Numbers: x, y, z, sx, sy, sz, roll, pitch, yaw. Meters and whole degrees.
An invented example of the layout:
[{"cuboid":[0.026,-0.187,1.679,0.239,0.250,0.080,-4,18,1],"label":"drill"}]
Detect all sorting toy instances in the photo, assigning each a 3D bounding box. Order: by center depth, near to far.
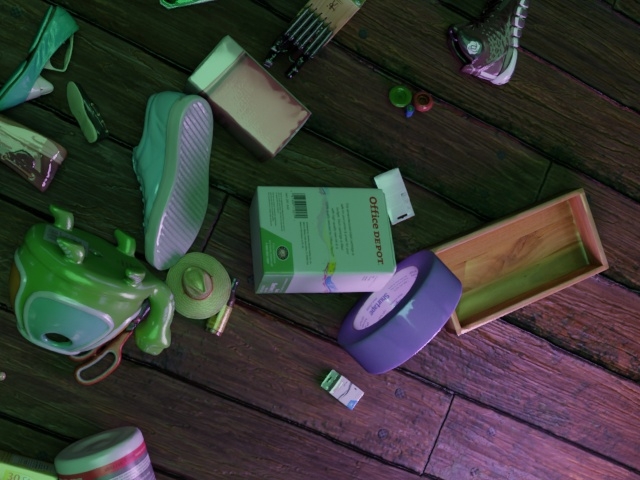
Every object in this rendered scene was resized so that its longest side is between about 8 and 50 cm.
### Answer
[{"cuboid":[0.201,-0.308,1.828,0.101,0.042,0.061,9,73,-3],"label":"sorting toy"}]

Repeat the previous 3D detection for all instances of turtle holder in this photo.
[{"cuboid":[-0.450,0.098,1.585,0.320,0.243,0.228,19,106,-50],"label":"turtle holder"}]

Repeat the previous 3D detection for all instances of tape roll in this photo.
[{"cuboid":[0.163,0.147,1.698,0.090,0.275,0.275,45,80,-10],"label":"tape roll"}]

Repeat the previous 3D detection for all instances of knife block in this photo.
[{"cuboid":[-0.008,-0.472,1.756,0.088,0.242,0.276,43,36,-12],"label":"knife block"}]

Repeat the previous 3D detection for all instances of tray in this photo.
[{"cuboid":[0.447,0.044,1.875,0.410,0.076,0.203,-22,96,-14],"label":"tray"}]

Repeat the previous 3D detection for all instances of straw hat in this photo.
[{"cuboid":[-0.256,0.087,1.678,0.144,0.061,0.145,1,75,-5],"label":"straw hat"}]

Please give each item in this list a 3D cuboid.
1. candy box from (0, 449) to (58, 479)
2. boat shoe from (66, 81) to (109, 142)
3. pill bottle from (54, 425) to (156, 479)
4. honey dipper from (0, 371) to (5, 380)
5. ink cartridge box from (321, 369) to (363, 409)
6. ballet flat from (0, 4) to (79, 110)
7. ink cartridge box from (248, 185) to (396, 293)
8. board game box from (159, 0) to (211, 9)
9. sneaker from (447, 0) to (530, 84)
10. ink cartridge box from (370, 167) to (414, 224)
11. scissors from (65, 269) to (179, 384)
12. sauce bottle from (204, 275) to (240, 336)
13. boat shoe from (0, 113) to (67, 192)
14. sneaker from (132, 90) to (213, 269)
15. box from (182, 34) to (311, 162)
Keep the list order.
[{"cuboid":[-0.692,0.495,1.579,0.316,0.087,0.183,20,86,-13],"label":"candy box"},{"cuboid":[-0.475,-0.263,1.651,0.042,0.049,0.133,-25,88,-46],"label":"boat shoe"},{"cuboid":[-0.398,0.549,1.610,0.176,0.176,0.319,-17,95,-14],"label":"pill bottle"},{"cuboid":[-0.698,0.234,1.607,0.160,0.030,0.031,31,83,-17],"label":"honey dipper"},{"cuboid":[0.048,0.329,1.797,0.083,0.028,0.048,39,81,-11],"label":"ink cartridge box"},{"cuboid":[-0.555,-0.344,1.610,0.087,0.083,0.247,32,85,-27],"label":"ballet flat"},{"cuboid":[0.000,0.000,1.702,0.278,0.117,0.202,0,66,-14],"label":"ink cartridge box"},{"cuboid":[-0.193,-0.719,1.711,0.389,0.050,0.390,-15,94,-14],"label":"board game box"},{"cuboid":[0.374,-0.504,1.834,0.162,0.106,0.282,9,89,-11],"label":"sneaker"},{"cuboid":[0.162,-0.099,1.821,0.062,0.029,0.115,-23,97,-14],"label":"ink cartridge box"},{"cuboid":[-0.393,0.183,1.688,0.297,0.021,0.109,-34,90,-14],"label":"scissors"},{"cuboid":[-0.207,0.139,1.724,0.042,0.042,0.128,23,80,-14],"label":"sauce bottle"},{"cuboid":[-0.671,-0.199,1.563,0.341,0.123,0.123,26,83,-20],"label":"boat shoe"},{"cuboid":[-0.319,-0.128,1.667,0.135,0.150,0.366,-3,110,-55],"label":"sneaker"},{"cuboid":[-0.155,-0.286,1.676,0.232,0.148,0.127,41,81,-11],"label":"box"}]
